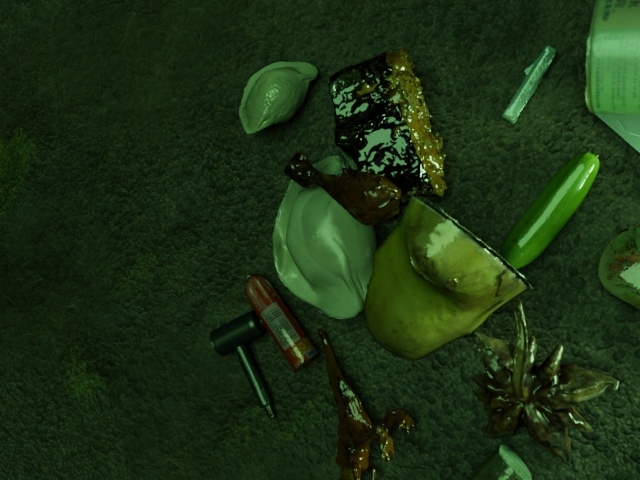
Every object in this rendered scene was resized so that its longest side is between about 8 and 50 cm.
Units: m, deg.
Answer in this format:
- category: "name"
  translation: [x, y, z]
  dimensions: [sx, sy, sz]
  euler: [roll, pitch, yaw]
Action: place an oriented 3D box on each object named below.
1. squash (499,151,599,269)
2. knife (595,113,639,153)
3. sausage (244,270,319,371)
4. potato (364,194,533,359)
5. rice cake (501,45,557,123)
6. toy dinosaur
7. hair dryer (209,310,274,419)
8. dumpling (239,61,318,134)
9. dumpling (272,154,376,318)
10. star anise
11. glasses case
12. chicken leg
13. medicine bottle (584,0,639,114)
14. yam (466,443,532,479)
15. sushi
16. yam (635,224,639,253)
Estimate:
- category: "squash"
  translation: [0.473, -0.058, 1.666]
  dimensions: [0.082, 0.082, 0.292]
  euler: [40, 99, 23]
- category: "knife"
  translation: [0.674, -0.180, 1.619]
  dimensions: [0.080, 0.044, 0.331]
  euler: [-41, 67, 16]
- category: "sausage"
  translation: [-0.104, 0.181, 1.900]
  dimensions: [0.074, 0.074, 0.274]
  euler: [-42, 70, 14]
- category: "potato"
  translation: [0.214, 0.110, 1.595]
  dimensions: [0.290, 0.397, 0.296]
  euler: [37, 95, 4]
- category: "rice cake"
  translation: [0.447, -0.337, 1.736]
  dimensions: [0.042, 0.030, 0.180]
  euler: [32, 97, 10]
- category: "toy dinosaur"
  translation: [0.095, 0.404, 1.777]
  dimensions: [0.208, 0.097, 0.432]
  euler: [-12, 72, 38]
- category: "hair dryer"
  translation: [-0.153, 0.300, 1.922]
  dimensions: [0.128, 0.070, 0.255]
  euler: [-31, 80, 17]
- category: "dumpling"
  translation: [-0.120, -0.352, 1.945]
  dimensions: [0.166, 0.126, 0.216]
  euler: [34, 101, 39]
- category: "dumpling"
  translation: [0.001, 0.003, 1.829]
  dimensions: [0.260, 0.181, 0.341]
  euler: [-16, 101, 38]
- category: "star anise"
  translation: [0.410, 0.293, 1.591]
  dimensions: [0.292, 0.109, 0.349]
  euler: [23, 124, 4]
- category: "glasses case"
  translation: [0.730, 0.122, 1.520]
  dimensions: [0.425, 0.098, 0.156]
  euler: [33, 91, 24]
- category: "chicken leg"
  translation: [0.038, -0.109, 1.682]
  dimensions: [0.304, 0.093, 0.113]
  euler: [22, 132, 35]
- category: "medicine bottle"
  translation: [0.719, -0.345, 1.505]
  dimensions: [0.406, 0.236, 0.235]
  euler: [6, 87, 25]
- category: "yam"
  translation: [0.321, 0.543, 1.653]
  dimensions: [0.106, 0.106, 0.259]
  euler: [44, 103, 22]
- category: "sushi"
  translation: [0.144, -0.241, 1.757]
  dimensions: [0.207, 0.234, 0.348]
  euler: [-21, 81, 20]
- category: "yam"
  translation: [0.712, -0.029, 1.518]
  dimensions: [0.253, 0.061, 0.061]
  euler: [-12, 78, -4]
